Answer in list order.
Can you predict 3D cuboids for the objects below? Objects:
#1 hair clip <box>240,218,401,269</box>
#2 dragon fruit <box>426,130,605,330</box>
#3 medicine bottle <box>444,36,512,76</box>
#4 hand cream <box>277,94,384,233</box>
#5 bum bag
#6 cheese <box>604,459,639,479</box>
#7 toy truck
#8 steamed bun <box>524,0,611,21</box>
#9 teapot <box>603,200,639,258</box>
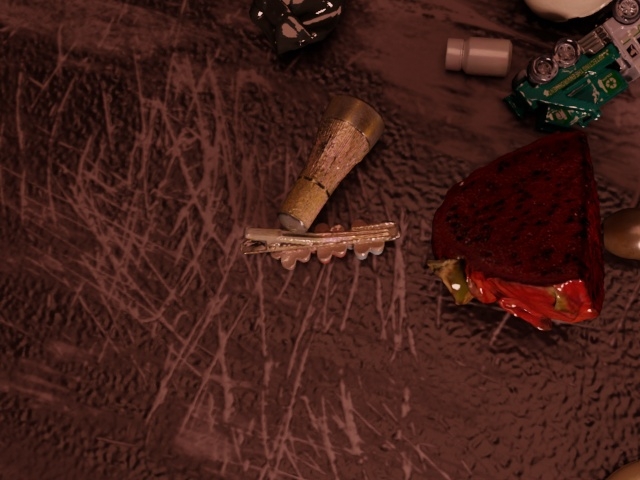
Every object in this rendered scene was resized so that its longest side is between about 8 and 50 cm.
[{"bbox_3d":[0.000,0.003,1.394,0.214,0.056,0.062,-1,60,-4],"label":"hair clip"},{"bbox_3d":[0.254,0.017,1.327,0.205,0.152,0.317,-8,37,22],"label":"dragon fruit"},{"bbox_3d":[0.217,-0.254,1.436,0.089,0.052,0.052,5,77,6],"label":"medicine bottle"},{"bbox_3d":[0.008,-0.094,1.380,0.084,0.084,0.203,25,69,10],"label":"hand cream"},{"bbox_3d":[-0.011,-0.409,1.483,0.142,0.079,0.326,20,75,1],"label":"bum bag"},{"bbox_3d":[0.441,0.319,1.270,0.249,0.071,0.163,-42,77,-7],"label":"cheese"},{"bbox_3d":[0.360,-0.225,1.396,0.216,0.110,0.116,-35,89,-5],"label":"toy truck"},{"bbox_3d":[0.342,-0.409,1.394,0.131,0.177,0.228,41,63,-31],"label":"steamed bun"},{"bbox_3d":[0.416,-0.019,1.369,0.080,0.085,0.110,-1,46,20],"label":"teapot"}]
